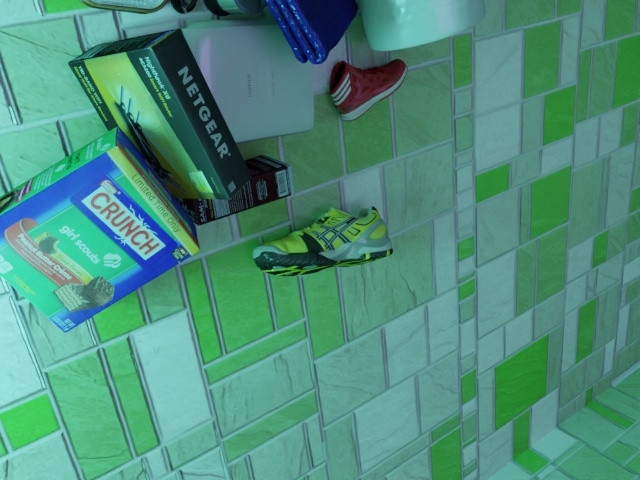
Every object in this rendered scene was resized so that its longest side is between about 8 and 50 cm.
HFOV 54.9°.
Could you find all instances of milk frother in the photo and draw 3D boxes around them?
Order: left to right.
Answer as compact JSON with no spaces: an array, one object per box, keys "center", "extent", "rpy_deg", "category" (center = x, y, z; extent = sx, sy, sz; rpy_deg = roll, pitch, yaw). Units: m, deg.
[{"center":[-0.199,-0.481,1.205],"extent":[0.143,0.135,0.129],"rpy_deg":[-51,127,-12],"category":"milk frother"}]

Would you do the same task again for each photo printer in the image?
[{"center":[-0.163,-0.335,1.304],"extent":[0.307,0.107,0.256],"rpy_deg":[-15,115,-32],"category":"photo printer"}]

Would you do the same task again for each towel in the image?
[{"center":[-0.030,-0.502,1.255],"extent":[0.227,0.076,0.308],"rpy_deg":[53,33,-23],"category":"towel"}]

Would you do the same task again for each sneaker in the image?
[{"center":[0.000,0.000,1.558],"extent":[0.385,0.145,0.147],"rpy_deg":[-7,80,-32],"category":"sneaker"},{"center":[0.114,-0.402,1.500],"extent":[0.221,0.087,0.128],"rpy_deg":[-45,129,-16],"category":"sneaker"}]

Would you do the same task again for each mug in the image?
[{"center":[0.217,-0.651,1.395],"extent":[0.374,0.276,0.328],"rpy_deg":[-54,133,-49],"category":"mug"}]

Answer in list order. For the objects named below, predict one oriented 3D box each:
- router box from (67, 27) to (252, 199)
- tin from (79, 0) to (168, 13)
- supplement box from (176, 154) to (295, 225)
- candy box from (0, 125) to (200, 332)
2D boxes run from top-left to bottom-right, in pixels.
[{"center":[-0.296,-0.222,1.155],"extent":[0.081,0.243,0.309],"rpy_deg":[-52,132,-37],"category":"router box"},{"center":[-0.370,-0.482,1.144],"extent":[0.190,0.040,0.106],"rpy_deg":[-7,107,-34],"category":"tin"},{"center":[-0.191,-0.115,1.352],"extent":[0.239,0.130,0.073],"rpy_deg":[-20,118,-29],"category":"supplement box"},{"center":[-0.431,-0.016,1.156],"extent":[0.317,0.122,0.268],"rpy_deg":[-32,125,0],"category":"candy box"}]
